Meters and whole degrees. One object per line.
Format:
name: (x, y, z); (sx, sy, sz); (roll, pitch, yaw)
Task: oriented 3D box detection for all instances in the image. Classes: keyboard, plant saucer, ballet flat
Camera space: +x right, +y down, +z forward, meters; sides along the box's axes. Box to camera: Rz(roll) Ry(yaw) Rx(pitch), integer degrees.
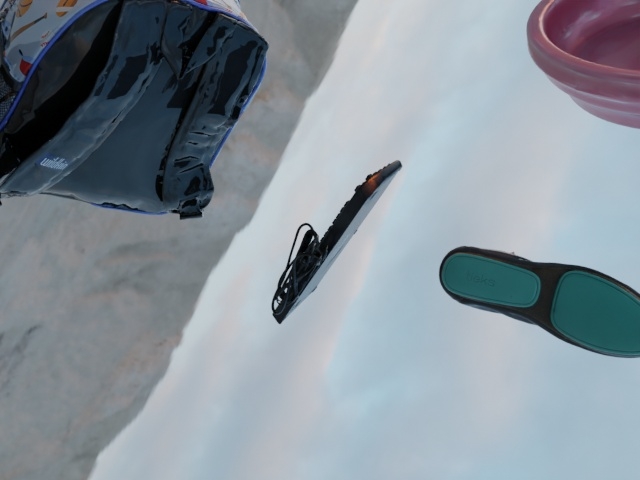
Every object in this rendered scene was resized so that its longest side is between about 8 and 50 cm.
keyboard: (0.000, 0.000, 0.774); (0.100, 0.038, 0.192); (-42, 168, -51)
plant saucer: (0.390, -0.211, 0.892); (0.332, 0.332, 0.084); (-85, 165, -53)
ballet flat: (0.208, 0.051, 0.765); (0.074, 0.203, 0.074); (18, 90, -73)

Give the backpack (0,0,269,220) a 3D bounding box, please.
backpack: (-0.187, -0.163, 0.803); (0.263, 0.276, 0.213); (-40, -118, 35)
